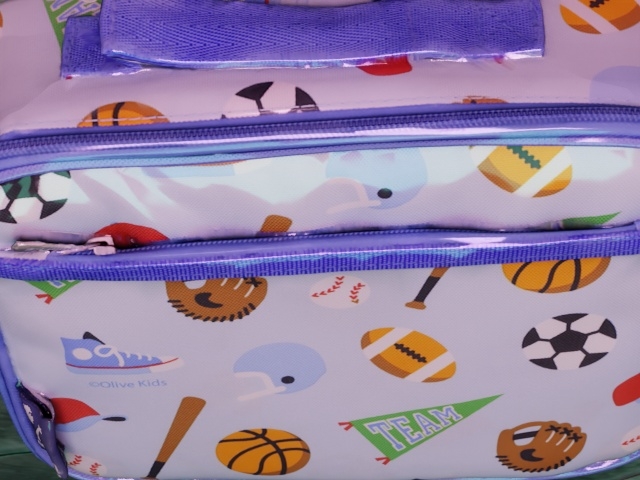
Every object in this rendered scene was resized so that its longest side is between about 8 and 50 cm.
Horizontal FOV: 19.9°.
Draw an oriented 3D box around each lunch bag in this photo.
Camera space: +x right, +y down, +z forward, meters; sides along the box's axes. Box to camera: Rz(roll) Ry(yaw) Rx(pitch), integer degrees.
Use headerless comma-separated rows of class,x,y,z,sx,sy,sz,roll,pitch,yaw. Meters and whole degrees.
lunch bag,0.000,0.000,0.711,0.303,0.115,0.243,-3,144,1

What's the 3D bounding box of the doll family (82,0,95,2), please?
doll family,-0.153,-0.156,0.594,0.163,0.118,0.263,27,172,30
